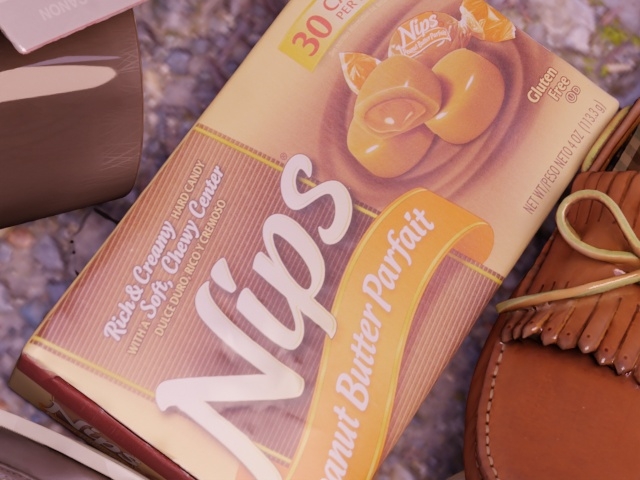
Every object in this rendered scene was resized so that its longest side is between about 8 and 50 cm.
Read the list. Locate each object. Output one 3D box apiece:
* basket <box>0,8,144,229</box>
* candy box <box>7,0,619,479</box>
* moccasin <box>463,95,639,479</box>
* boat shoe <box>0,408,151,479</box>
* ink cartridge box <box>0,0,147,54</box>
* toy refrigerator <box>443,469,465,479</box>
[{"bbox_3d":[-0.214,-0.077,0.998,0.227,0.154,0.204,-6,88,-19],"label":"basket"},{"bbox_3d":[0.000,0.000,1.057,0.183,0.087,0.316,36,70,-2],"label":"candy box"},{"bbox_3d":[0.180,0.011,1.008,0.139,0.147,0.380,26,52,17],"label":"moccasin"},{"bbox_3d":[-0.163,0.122,0.992,0.228,0.081,0.068,26,73,2],"label":"boat shoe"},{"bbox_3d":[-0.143,-0.220,1.026,0.261,0.066,0.296,51,45,8],"label":"ink cartridge box"},{"bbox_3d":[0.204,0.151,1.061,0.270,0.094,0.102,-9,77,-16],"label":"toy refrigerator"}]
